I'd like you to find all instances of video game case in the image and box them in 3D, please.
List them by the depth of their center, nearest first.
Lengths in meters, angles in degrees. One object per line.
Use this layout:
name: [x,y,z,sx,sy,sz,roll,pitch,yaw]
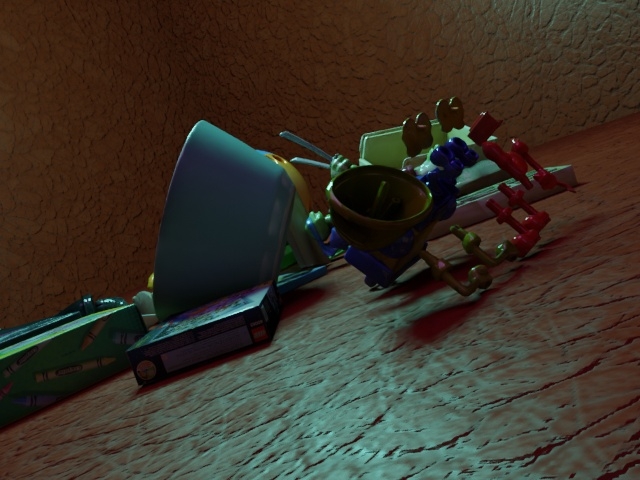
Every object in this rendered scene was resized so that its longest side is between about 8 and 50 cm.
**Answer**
video game case: [-0.079,0.079,1.278,0.119,0.015,0.166,-22,5,-35]

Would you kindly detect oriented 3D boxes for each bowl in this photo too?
bowl: [-0.134,-0.013,1.127,0.163,0.311,0.311,12,4,-1]

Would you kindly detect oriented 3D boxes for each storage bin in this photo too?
storage bin: [0.258,-0.200,1.824,0.260,0.123,0.262,-13,24,-15]

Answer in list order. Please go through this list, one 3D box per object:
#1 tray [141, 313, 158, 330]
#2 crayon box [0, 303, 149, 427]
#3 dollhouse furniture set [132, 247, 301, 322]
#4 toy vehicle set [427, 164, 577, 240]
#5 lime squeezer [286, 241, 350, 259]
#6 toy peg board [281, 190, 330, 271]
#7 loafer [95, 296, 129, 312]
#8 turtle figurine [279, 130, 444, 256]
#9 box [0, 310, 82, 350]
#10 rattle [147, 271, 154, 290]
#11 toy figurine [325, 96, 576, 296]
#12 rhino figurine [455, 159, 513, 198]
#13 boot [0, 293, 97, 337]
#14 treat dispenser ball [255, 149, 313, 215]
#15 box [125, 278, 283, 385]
tray: [-0.434,0.185,1.362,0.270,0.030,0.145,-18,-8,23]
crayon box: [-0.388,0.177,0.994,0.278,0.081,0.165,-23,5,-39]
dollhouse furniture set: [-0.241,0.037,1.542,0.303,0.174,0.355,-22,4,-33]
toy vehicle set: [0.285,-0.065,1.265,0.267,0.035,0.166,-20,4,-2]
lime squeezer: [0.000,0.000,1.433,0.310,0.110,0.059,10,-21,-11]
toy peg board: [-0.068,-0.013,1.326,0.079,0.161,0.160,-27,-7,14]
loafer: [-0.484,0.170,1.707,0.078,0.076,0.223,-3,-9,-19]
turtle figurine: [0.077,-0.127,1.304,0.266,0.274,0.198,-18,-30,1]
box: [-0.471,0.189,1.190,0.156,0.093,0.158,-23,6,-40]
rattle: [-0.335,0.106,1.738,0.143,0.130,0.200,-55,9,-24]
toy figurine: [0.110,0.005,0.833,0.362,0.191,0.217,-36,-16,-51]
rhino figurine: [0.342,-0.132,1.664,0.243,0.073,0.106,-22,1,-11]
boot: [-0.564,0.195,1.516,0.207,0.094,0.246,-18,-6,-23]
treat dispenser ball: [-0.159,-0.068,1.719,0.288,0.288,0.288,-20,4,1]
box: [-0.133,0.108,0.923,0.159,0.044,0.233,-20,4,2]
